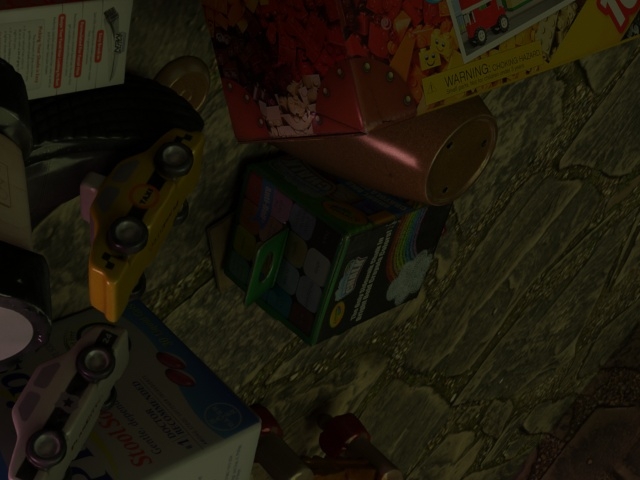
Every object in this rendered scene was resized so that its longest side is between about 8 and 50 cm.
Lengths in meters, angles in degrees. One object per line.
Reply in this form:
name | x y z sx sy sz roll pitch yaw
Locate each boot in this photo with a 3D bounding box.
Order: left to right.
boot | -0.288 -0.042 0.984 0.338 0.118 0.223 -13 140 -35

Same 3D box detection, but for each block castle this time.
block castle | -0.086 0.505 1.699 0.303 0.213 0.453 12 107 -43

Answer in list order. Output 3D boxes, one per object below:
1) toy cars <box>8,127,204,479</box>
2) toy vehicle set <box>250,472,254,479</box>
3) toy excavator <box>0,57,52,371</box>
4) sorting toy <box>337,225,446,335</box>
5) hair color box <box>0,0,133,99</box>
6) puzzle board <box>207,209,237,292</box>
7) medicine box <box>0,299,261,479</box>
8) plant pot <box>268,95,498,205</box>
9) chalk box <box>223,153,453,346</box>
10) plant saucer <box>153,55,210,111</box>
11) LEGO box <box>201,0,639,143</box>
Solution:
toy cars | -0.221 0.068 0.945 0.176 0.087 0.394 -44 157 -81
toy vehicle set | -0.193 0.416 1.308 0.267 0.035 0.166 -35 146 -25
toy excavator | -0.380 0.059 0.779 0.445 0.222 0.433 -32 146 24
sorting toy | 0.093 0.021 1.562 0.274 0.046 0.132 -43 148 -11
hair color box | -0.258 -0.182 0.905 0.167 0.053 0.093 -18 135 -40
puzzle board | -0.106 0.003 1.329 0.096 0.011 0.128 -35 146 -25
medicine box | -0.263 0.229 1.124 0.289 0.263 0.149 -20 137 -40
plant pot | 0.074 -0.155 1.160 0.237 0.254 0.237 -33 145 -27
chalk box | 0.000 0.000 1.284 0.289 0.179 0.180 -18 136 -44
plant saucer | -0.151 -0.162 1.095 0.083 0.015 0.083 -32 144 -27
LEGO box | 0.119 -0.335 0.937 0.500 0.193 0.372 -24 107 -36
